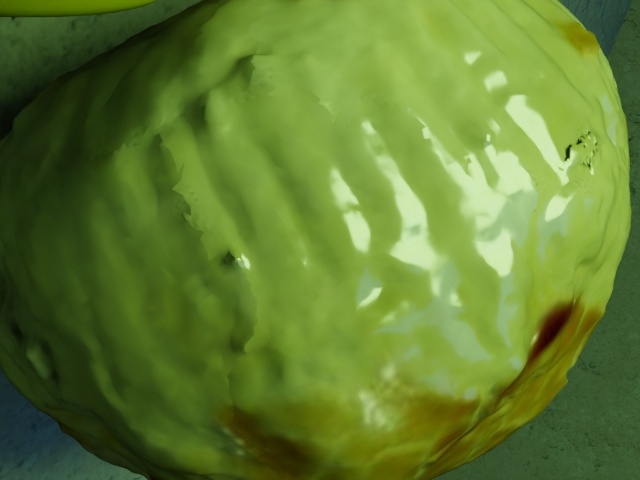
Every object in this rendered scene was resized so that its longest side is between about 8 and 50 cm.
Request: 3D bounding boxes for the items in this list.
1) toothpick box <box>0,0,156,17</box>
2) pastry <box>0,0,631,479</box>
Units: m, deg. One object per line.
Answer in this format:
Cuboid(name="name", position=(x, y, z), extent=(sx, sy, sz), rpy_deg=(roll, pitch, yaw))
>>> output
Cuboid(name="toothpick box", position=(-0.128, -0.230, 0.302), extent=(0.175, 0.175, 0.271), rpy_deg=(-32, 136, -55))
Cuboid(name="pastry", position=(0.000, 0.000, 0.528), extent=(0.388, 0.389, 0.312), rpy_deg=(-43, 109, -46))
